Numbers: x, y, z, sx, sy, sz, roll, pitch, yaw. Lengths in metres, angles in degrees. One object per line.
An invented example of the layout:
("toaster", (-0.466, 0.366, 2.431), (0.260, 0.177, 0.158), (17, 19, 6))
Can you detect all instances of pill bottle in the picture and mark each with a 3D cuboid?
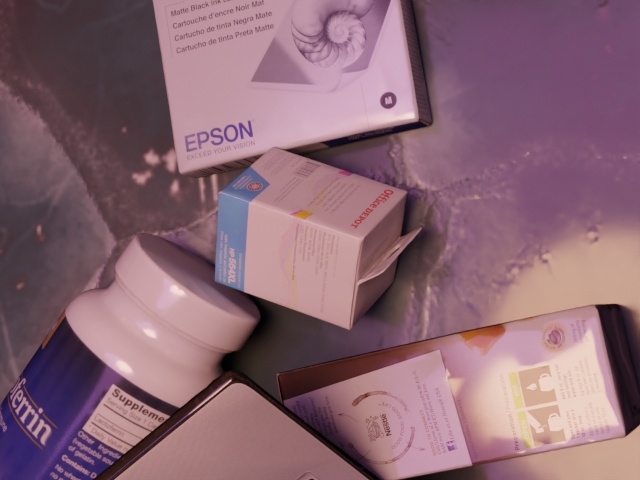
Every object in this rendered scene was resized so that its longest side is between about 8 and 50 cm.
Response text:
("pill bottle", (-0.173, 0.135, 1.112), (0.153, 0.153, 0.264), (37, 98, 18))

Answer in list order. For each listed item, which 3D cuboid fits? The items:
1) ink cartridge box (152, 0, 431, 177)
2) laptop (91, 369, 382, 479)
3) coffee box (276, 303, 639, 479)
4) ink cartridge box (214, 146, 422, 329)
("ink cartridge box", (-0.032, -0.184, 1.139), (0.223, 0.045, 0.224), (-12, 82, 18))
("laptop", (-0.050, 0.368, 0.920), (0.382, 0.408, 0.236), (-40, 39, 9))
("coffee box", (0.109, 0.120, 1.020), (0.246, 0.141, 0.098), (-14, 82, 17))
("ink cartridge box", (0.000, 0.000, 1.076), (0.143, 0.092, 0.090), (20, 125, 20))
